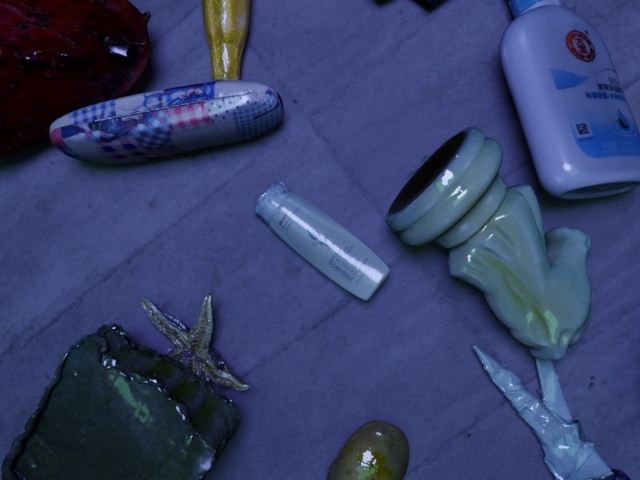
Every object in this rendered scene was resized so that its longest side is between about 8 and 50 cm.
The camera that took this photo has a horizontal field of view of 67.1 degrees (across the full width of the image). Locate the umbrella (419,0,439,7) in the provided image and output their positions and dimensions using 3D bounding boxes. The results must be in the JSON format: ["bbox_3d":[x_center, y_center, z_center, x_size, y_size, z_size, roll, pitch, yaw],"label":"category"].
[{"bbox_3d":[0.184,-0.429,0.666,0.272,0.122,0.110,-34,41,8],"label":"umbrella"}]

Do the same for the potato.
[{"bbox_3d":[0.064,0.315,0.662,0.091,0.070,0.138,34,91,6],"label":"potato"}]

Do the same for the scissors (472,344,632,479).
[{"bbox_3d":[0.342,0.283,0.655,0.256,0.029,0.383,-26,84,4],"label":"scissors"}]

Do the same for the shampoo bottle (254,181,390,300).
[{"bbox_3d":[0.000,0.000,0.692,0.212,0.049,0.072,36,96,7],"label":"shampoo bottle"}]

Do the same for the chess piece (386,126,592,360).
[{"bbox_3d":[0.243,0.008,0.628,0.298,0.176,0.176,42,93,-5],"label":"chess piece"}]

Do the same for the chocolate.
[{"bbox_3d":[-0.139,-0.338,0.708,0.085,0.085,0.219,2,93,6],"label":"chocolate"}]

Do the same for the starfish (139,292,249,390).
[{"bbox_3d":[-0.186,0.152,0.699,0.208,0.053,0.176,31,109,6],"label":"starfish"}]

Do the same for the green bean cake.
[{"bbox_3d":[-0.261,0.265,0.650,0.241,0.132,0.255,33,104,6],"label":"green bean cake"}]

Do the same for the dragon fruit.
[{"bbox_3d":[-0.430,-0.303,0.738,0.286,0.228,0.329,-17,63,-26],"label":"dragon fruit"}]

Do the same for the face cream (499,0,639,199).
[{"bbox_3d":[0.314,-0.221,0.632,0.163,0.080,0.337,-5,75,-22],"label":"face cream"}]

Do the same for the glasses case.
[{"bbox_3d":[-0.214,-0.165,0.684,0.327,0.125,0.076,-9,87,6],"label":"glasses case"}]
